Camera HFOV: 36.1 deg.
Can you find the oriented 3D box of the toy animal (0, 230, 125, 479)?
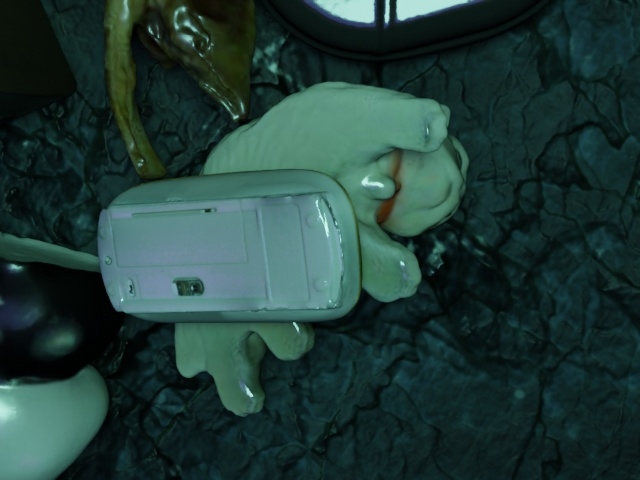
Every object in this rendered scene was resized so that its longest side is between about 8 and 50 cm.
[{"bbox_3d":[-0.282,0.113,0.889,0.187,0.165,0.235,15,100,2],"label":"toy animal"}]

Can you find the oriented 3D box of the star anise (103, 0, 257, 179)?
[{"bbox_3d":[-0.135,-0.243,0.823,0.292,0.109,0.349,52,125,21],"label":"star anise"}]

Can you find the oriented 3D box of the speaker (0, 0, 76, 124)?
[{"bbox_3d":[-0.331,-0.174,0.821,0.153,0.231,0.193,-23,96,5],"label":"speaker"}]

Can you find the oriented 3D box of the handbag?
[{"bbox_3d":[0.080,-0.290,0.855,0.307,0.093,0.254,-13,97,5],"label":"handbag"}]

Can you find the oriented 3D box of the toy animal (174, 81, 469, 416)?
[{"bbox_3d":[0.000,0.000,0.883,0.266,0.188,0.308,11,109,23],"label":"toy animal"}]

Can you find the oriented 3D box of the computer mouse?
[{"bbox_3d":[-0.075,0.008,0.796,0.245,0.056,0.126,-4,97,27],"label":"computer mouse"}]
